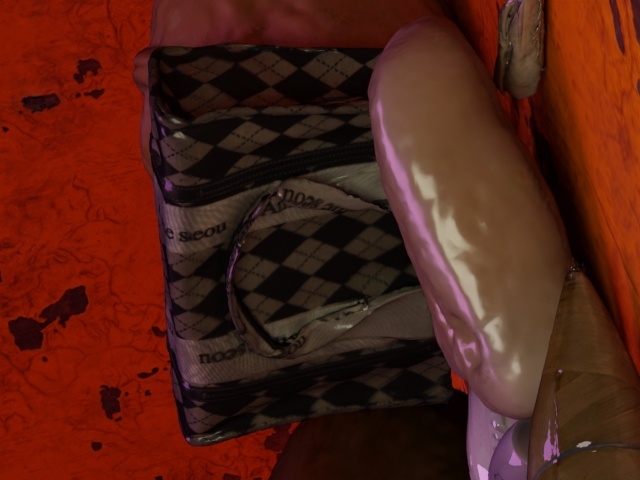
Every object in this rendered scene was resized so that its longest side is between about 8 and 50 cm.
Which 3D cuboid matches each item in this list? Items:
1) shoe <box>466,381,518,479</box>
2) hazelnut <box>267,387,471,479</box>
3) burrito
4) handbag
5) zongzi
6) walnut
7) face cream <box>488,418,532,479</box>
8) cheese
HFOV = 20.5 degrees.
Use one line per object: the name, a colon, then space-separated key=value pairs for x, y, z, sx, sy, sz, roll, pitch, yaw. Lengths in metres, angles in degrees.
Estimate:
shoe: x=0.195 y=0.185 z=1.810 sx=0.110 sy=0.095 sz=0.265 roll=129 pitch=131 yaw=-86
hazelnut: x=0.108 y=0.367 z=2.031 sx=0.421 sy=0.353 sz=0.421 roll=30 pitch=-134 yaw=-38
burrito: x=0.160 y=-0.182 z=1.415 sx=0.185 sy=0.041 sz=0.045 roll=84 pitch=-178 yaw=-51
handbag: x=0.000 y=0.000 z=1.722 sx=0.180 sy=0.317 sz=0.416 roll=-103 pitch=9 yaw=-50
zongzi: x=0.206 y=0.165 z=1.368 sx=0.228 sy=0.115 sz=0.256 roll=72 pitch=-170 yaw=-68
walnut: x=-0.020 y=-0.164 z=1.917 sx=0.381 sy=0.381 sz=0.381 roll=168 pitch=90 yaw=-87
face cream: x=0.208 y=0.217 z=1.704 sx=0.095 sy=0.091 sz=0.091 roll=93 pitch=167 yaw=-52
cheese: x=0.126 y=-0.032 z=1.532 sx=0.351 sy=0.129 sz=0.328 roll=-98 pitch=-13 yaw=-83
